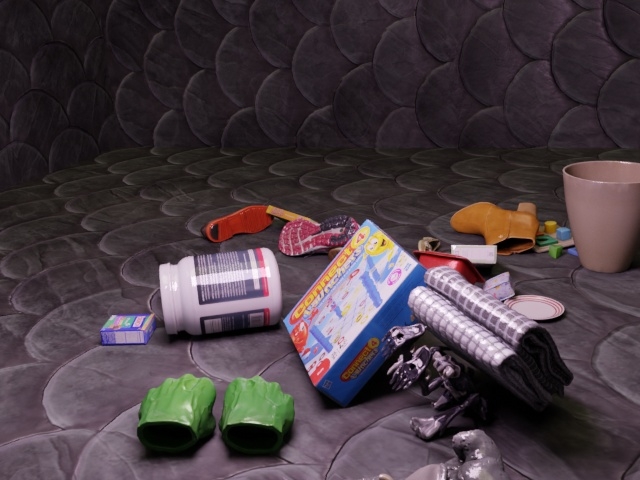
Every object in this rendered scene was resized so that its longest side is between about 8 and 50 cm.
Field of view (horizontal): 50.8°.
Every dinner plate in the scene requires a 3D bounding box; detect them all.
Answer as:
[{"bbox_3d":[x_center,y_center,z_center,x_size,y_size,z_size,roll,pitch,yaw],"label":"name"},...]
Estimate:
[{"bbox_3d":[0.517,0.166,1.636,0.141,0.017,0.141,-3,20,1],"label":"dinner plate"}]

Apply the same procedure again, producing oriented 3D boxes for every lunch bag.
[{"bbox_3d":[0.449,0.125,1.712,0.083,0.053,0.071,-25,9,23],"label":"lunch bag"}]

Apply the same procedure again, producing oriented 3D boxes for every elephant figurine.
[{"bbox_3d":[0.147,0.375,0.927,0.240,0.186,0.169,-16,64,-7],"label":"elephant figurine"}]

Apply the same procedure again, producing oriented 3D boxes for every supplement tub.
[{"bbox_3d":[-0.237,0.124,1.612,0.272,0.191,0.191,-6,19,-10],"label":"supplement tub"}]

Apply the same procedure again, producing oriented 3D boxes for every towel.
[{"bbox_3d":[0.314,0.175,1.214,0.235,0.121,0.284,35,-4,44],"label":"towel"}]

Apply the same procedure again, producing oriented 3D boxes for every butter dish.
[{"bbox_3d":[0.315,0.105,1.715,0.160,0.118,0.160,9,-21,36],"label":"butter dish"}]

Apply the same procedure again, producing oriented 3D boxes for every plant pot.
[{"bbox_3d":[0.792,-0.059,1.854,0.257,0.273,0.256,-2,19,1],"label":"plant pot"}]

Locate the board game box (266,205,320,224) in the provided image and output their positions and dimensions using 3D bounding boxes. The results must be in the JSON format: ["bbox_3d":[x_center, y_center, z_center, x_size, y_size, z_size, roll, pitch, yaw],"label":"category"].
[{"bbox_3d":[-0.064,-0.060,2.275,0.124,0.039,0.259,27,-2,-41],"label":"board game box"}]

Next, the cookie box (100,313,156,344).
[{"bbox_3d":[-0.460,0.213,1.619,0.107,0.040,0.092,-2,18,2],"label":"cookie box"}]

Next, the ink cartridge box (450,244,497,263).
[{"bbox_3d":[0.362,0.045,1.865,0.235,0.056,0.171,2,-5,11],"label":"ink cartridge box"}]

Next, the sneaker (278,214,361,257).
[{"bbox_3d":[0.000,0.000,2.094,0.299,0.120,0.112,-3,-19,32],"label":"sneaker"}]

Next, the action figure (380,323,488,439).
[{"bbox_3d":[0.197,0.254,1.209,0.141,0.276,0.164,-37,45,11],"label":"action figure"}]

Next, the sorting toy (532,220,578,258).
[{"bbox_3d":[0.708,-0.021,2.106,0.196,0.047,0.347,-8,19,-13],"label":"sorting toy"}]

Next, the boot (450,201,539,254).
[{"bbox_3d":[0.528,-0.030,2.097,0.295,0.104,0.211,-9,30,30],"label":"boot"}]

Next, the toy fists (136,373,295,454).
[{"bbox_3d":[-0.185,0.311,1.213,0.279,0.096,0.142,0,29,4],"label":"toy fists"}]

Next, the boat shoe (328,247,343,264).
[{"bbox_3d":[0.147,0.058,1.878,0.089,0.104,0.285,-23,27,-39],"label":"boat shoe"}]

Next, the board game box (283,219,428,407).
[{"bbox_3d":[0.077,0.135,1.394,0.086,0.308,0.302,37,5,-23],"label":"board game box"}]

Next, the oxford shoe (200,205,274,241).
[{"bbox_3d":[-0.289,-0.069,2.340,0.271,0.096,0.098,-16,17,-32],"label":"oxford shoe"}]

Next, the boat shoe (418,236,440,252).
[{"bbox_3d":[0.326,0.023,2.031,0.048,0.056,0.153,-1,11,19],"label":"boat shoe"}]
